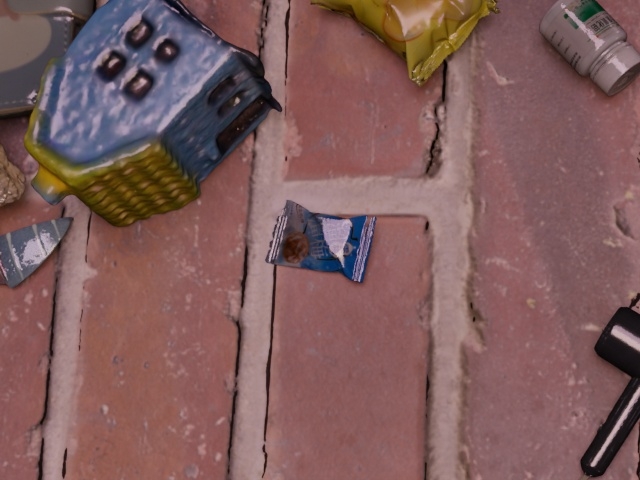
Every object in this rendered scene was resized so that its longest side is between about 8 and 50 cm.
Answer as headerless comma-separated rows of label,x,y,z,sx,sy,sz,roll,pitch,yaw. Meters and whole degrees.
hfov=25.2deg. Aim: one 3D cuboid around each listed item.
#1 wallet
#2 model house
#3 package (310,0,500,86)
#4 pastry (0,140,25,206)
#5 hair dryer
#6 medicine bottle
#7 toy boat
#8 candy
wallet,-0.432,-0.335,1.974,0.252,0.083,0.360,-6,76,11
model house,-0.236,-0.156,1.816,0.215,0.237,0.303,42,85,15
package,0.110,-0.319,1.885,0.226,0.090,0.168,40,82,18
pastry,-0.481,-0.149,1.874,0.121,0.089,0.258,-18,109,1
hair dryer,0.363,0.200,1.735,0.124,0.071,0.219,30,90,16
medicine bottle,0.351,-0.254,1.839,0.080,0.080,0.130,-40,73,-3
toy boat,-0.385,0.006,1.901,0.122,0.034,0.096,-17,79,2
candy,0.000,-0.001,1.848,0.136,0.038,0.088,12,91,18
